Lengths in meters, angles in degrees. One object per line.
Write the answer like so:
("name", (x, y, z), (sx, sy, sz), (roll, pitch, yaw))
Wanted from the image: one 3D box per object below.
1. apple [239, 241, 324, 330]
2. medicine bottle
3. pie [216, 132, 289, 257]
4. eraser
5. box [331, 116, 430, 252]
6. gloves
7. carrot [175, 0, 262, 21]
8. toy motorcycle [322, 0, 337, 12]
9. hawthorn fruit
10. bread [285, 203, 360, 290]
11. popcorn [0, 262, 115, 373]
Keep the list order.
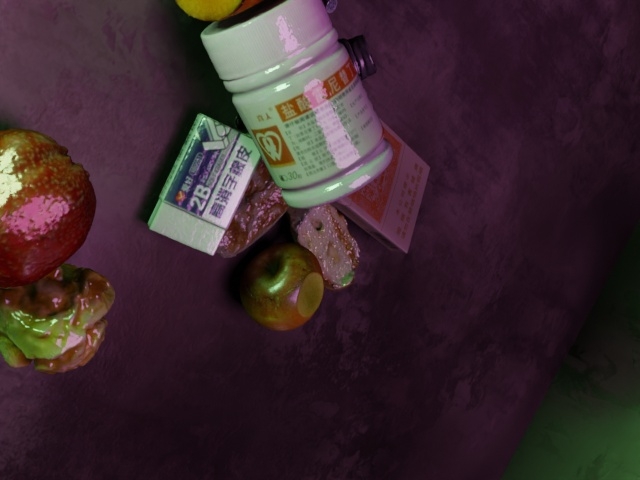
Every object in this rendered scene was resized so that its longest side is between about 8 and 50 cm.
("apple", (-0.073, 0.092, 1.974), (0.163, 0.146, 0.147), (-61, 143, -24))
("medicine bottle", (-0.034, -0.230, 1.655), (0.202, 0.202, 0.315), (-40, 114, -28))
("pie", (-0.128, -0.082, 1.876), (0.240, 0.054, 0.240), (-28, 130, -39))
("eraser", (-0.192, -0.094, 1.743), (0.124, 0.068, 0.210), (24, 94, -19))
("box", (0.107, -0.130, 2.089), (0.365, 0.051, 0.204), (35, 68, -53))
("gloves", (-0.024, -0.263, 1.824), (0.285, 0.119, 0.142), (-27, 96, -18))
("carrot", (-0.071, -0.486, 1.572), (0.331, 0.193, 0.214), (-33, 152, -33))
("toy motorcycle", (-0.043, -0.426, 1.747), (0.228, 0.074, 0.151), (-50, 148, -2))
("hawthorn fruit", (-0.434, -0.031, 1.429), (0.253, 0.205, 0.205), (-43, 140, -13))
("bread", (0.000, 0.000, 2.060), (0.128, 0.088, 0.232), (-58, 137, -29))
("popcorn", (-0.404, 0.106, 1.562), (0.167, 0.186, 0.187), (-33, 128, -59))
